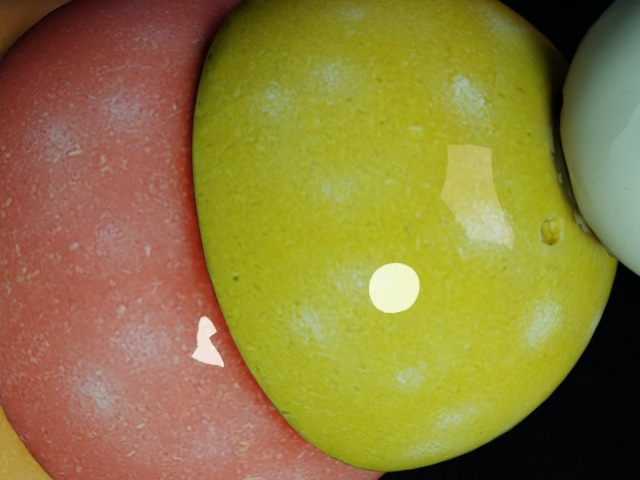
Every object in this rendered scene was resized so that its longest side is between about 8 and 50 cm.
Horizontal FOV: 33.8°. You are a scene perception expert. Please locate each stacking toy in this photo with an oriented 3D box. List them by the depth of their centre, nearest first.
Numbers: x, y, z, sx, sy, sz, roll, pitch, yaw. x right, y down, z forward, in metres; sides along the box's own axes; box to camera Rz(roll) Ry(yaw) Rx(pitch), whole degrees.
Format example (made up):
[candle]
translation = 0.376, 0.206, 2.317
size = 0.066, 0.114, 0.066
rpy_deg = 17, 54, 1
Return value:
[stacking toy]
translation = 0.000, 0.000, 0.452
size = 0.350, 0.479, 0.351
rpy_deg = 18, 67, -48
